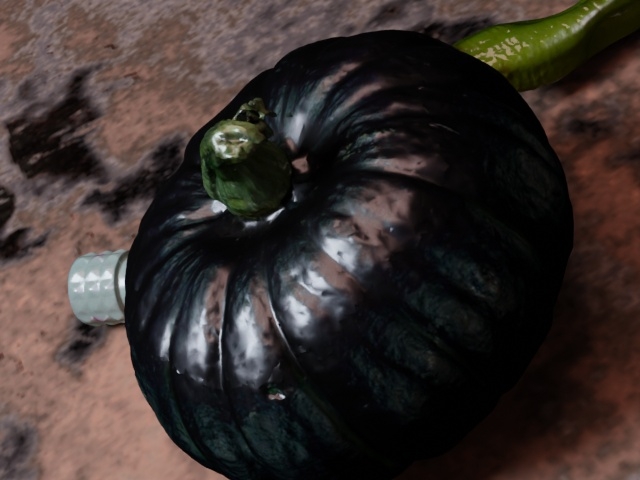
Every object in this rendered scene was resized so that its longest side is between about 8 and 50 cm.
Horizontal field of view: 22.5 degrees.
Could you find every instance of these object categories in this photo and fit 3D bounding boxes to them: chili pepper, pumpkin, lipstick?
[{"bbox_3d":[0.143,-0.129,0.765,0.202,0.050,0.052,-43,23,-13],"label":"chili pepper"},{"bbox_3d":[0.008,0.007,0.634,0.194,0.150,0.194,-46,8,8],"label":"pumpkin"},{"bbox_3d":[-0.061,0.020,0.754,0.116,0.037,0.037,-5,44,25],"label":"lipstick"}]
